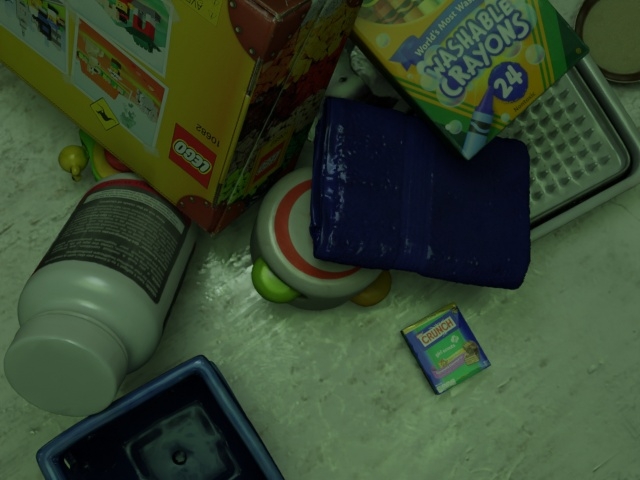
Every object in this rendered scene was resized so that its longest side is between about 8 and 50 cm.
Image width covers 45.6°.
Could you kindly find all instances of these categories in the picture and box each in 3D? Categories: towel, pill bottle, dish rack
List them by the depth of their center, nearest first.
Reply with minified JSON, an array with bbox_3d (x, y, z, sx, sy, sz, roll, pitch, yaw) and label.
[{"bbox_3d":[-0.275,0.063,0.979,0.176,0.176,0.318,9,36,1],"label":"pill bottle"},{"bbox_3d":[0.135,-0.058,1.032,0.308,0.076,0.227,10,73,-15],"label":"towel"},{"bbox_3d":[0.299,-0.144,1.165,0.333,0.072,0.285,-28,80,-6],"label":"dish rack"}]

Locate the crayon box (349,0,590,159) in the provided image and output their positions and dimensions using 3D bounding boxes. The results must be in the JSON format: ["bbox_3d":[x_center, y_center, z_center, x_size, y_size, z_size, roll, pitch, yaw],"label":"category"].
[{"bbox_3d":[0.149,-0.286,0.957,0.203,0.083,0.323,-43,96,4],"label":"crayon box"}]

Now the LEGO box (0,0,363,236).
[{"bbox_3d":[-0.229,-0.306,0.962,0.500,0.372,0.193,39,51,9],"label":"LEGO box"}]

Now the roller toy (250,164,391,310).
[{"bbox_3d":[0.000,0.000,1.093,0.209,0.146,0.191,-1,75,-11],"label":"roller toy"}]

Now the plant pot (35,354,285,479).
[{"bbox_3d":[-0.185,0.295,0.989,0.236,0.212,0.236,-31,87,-6],"label":"plant pot"}]

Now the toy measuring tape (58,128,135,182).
[{"bbox_3d":[-0.218,-0.117,1.136,0.330,0.121,0.121,-5,79,-12],"label":"toy measuring tape"}]

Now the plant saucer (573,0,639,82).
[{"bbox_3d":[0.487,-0.333,1.207,0.168,0.029,0.168,1,93,13],"label":"plant saucer"}]

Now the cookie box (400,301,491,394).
[{"bbox_3d":[0.182,0.158,1.118,0.092,0.040,0.107,-28,80,-6],"label":"cookie box"}]
